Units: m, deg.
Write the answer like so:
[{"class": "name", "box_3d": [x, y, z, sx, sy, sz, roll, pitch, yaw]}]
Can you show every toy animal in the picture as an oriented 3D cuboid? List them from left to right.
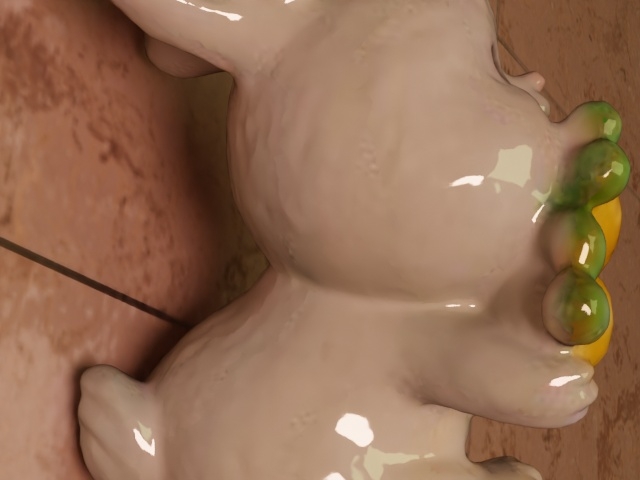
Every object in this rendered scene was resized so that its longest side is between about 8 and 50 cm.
[{"class": "toy animal", "box_3d": [0.007, 0.000, 0.566, 0.183, 0.247, 0.310, -47, 143, -72]}]
